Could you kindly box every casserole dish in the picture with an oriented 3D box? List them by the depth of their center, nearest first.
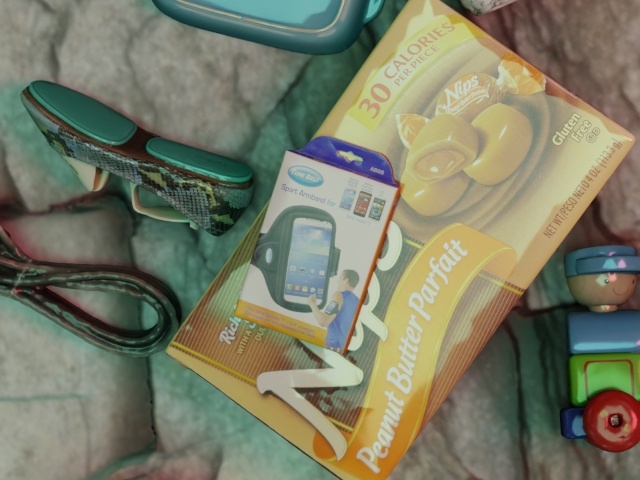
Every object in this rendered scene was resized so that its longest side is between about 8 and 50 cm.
[{"bbox_3d":[-0.044,-0.202,0.986,0.188,0.037,0.114,14,99,4],"label":"casserole dish"}]

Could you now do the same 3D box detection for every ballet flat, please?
[{"bbox_3d":[-0.142,-0.055,1.004,0.188,0.070,0.070,25,99,7],"label":"ballet flat"}]

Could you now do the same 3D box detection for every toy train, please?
[{"bbox_3d":[0.291,0.072,0.952,0.248,0.105,0.143,-3,83,7],"label":"toy train"}]

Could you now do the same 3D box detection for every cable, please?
[{"bbox_3d":[-0.247,0.020,1.007,0.287,0.072,0.139,36,98,-3],"label":"cable"}]

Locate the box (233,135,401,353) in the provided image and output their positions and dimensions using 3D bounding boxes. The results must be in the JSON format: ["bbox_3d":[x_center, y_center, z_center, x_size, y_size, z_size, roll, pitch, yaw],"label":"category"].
[{"bbox_3d":[0.000,0.000,0.920,0.081,0.028,0.136,19,100,7],"label":"box"}]

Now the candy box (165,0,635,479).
[{"bbox_3d":[0.055,0.002,0.971,0.183,0.087,0.316,36,100,3],"label":"candy box"}]

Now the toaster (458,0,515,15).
[{"bbox_3d":[0.144,-0.245,0.911,0.227,0.129,0.146,-22,96,7],"label":"toaster"}]
